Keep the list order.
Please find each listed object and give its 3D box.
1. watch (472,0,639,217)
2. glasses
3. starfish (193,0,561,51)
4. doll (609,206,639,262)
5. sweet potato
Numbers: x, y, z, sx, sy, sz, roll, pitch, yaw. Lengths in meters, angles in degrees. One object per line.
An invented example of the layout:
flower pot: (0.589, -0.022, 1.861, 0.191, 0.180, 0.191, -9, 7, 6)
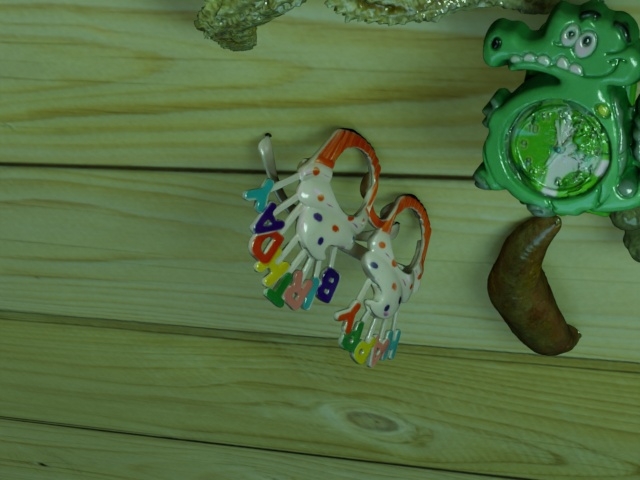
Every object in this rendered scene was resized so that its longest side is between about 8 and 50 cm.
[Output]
watch: (0.186, -0.096, 1.199, 0.131, 0.152, 0.165, 8, 110, 17)
glasses: (0.003, 0.006, 1.488, 0.095, 0.162, 0.255, 0, 150, 39)
starfish: (0.023, -0.203, 1.125, 0.294, 0.084, 0.301, -3, 160, 19)
doll: (0.371, -0.007, 1.319, 0.202, 0.091, 0.286, 54, 137, -1)
sweet potato: (0.195, 0.049, 1.587, 0.078, 0.058, 0.255, -7, 148, 10)
